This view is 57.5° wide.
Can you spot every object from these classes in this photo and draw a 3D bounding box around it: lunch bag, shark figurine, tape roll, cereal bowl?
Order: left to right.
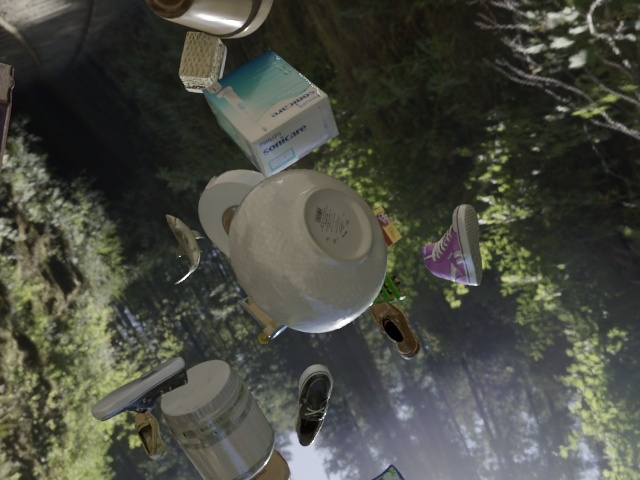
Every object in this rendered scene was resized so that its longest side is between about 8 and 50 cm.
[{"bbox_3d":[-0.512,0.049,2.204,0.116,0.166,0.278,-35,-122,19],"label":"shark figurine"},{"bbox_3d":[-0.213,-0.055,1.900,0.391,0.392,0.072,-8,-143,34],"label":"tape roll"},{"bbox_3d":[0.000,0.000,1.139,0.339,0.339,0.141,-42,-177,-41],"label":"cereal bowl"},{"bbox_3d":[0.210,0.687,1.520,0.096,0.129,0.151,-36,-131,-11],"label":"lunch bag"}]

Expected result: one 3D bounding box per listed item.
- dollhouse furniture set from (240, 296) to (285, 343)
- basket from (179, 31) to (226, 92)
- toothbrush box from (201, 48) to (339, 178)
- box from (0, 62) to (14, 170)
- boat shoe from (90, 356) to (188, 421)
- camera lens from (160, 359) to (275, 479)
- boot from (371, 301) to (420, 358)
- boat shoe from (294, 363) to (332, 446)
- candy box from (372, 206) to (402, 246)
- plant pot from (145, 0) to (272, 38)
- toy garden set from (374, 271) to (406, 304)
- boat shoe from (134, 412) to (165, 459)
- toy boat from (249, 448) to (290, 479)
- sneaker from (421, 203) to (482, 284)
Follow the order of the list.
[{"bbox_3d":[-0.249,0.275,2.396,0.303,0.286,0.198,-37,165,-51],"label":"dollhouse furniture set"},{"bbox_3d":[-0.377,-0.570,1.864,0.113,0.167,0.103,7,171,6],"label":"basket"},{"bbox_3d":[-0.128,-0.320,1.445,0.216,0.126,0.295,-34,-131,-10],"label":"toothbrush box"},{"bbox_3d":[-0.619,-0.104,0.983,0.143,0.382,0.191,10,-154,-31],"label":"box"},{"bbox_3d":[-0.382,0.337,1.265,0.080,0.076,0.228,-12,-169,39],"label":"boat shoe"},{"bbox_3d":[-0.261,0.480,1.519,0.219,0.274,0.219,-21,-156,10],"label":"camera lens"},{"bbox_3d":[0.260,0.300,2.155,0.112,0.115,0.305,-41,-145,4],"label":"boot"},{"bbox_3d":[-0.020,0.592,2.067,0.121,0.335,0.119,2,-149,-12],"label":"boat shoe"},{"bbox_3d":[0.176,-0.039,1.716,0.053,0.109,0.186,-34,-179,-1],"label":"candy box"},{"bbox_3d":[-0.331,-0.713,1.604,0.323,0.323,0.280,-9,-163,31],"label":"plant pot"},{"bbox_3d":[0.188,0.122,2.058,0.244,0.204,0.049,-4,145,-49],"label":"toy garden set"},{"bbox_3d":[-0.465,0.516,1.563,0.056,0.048,0.153,-33,-127,-1],"label":"boat shoe"},{"bbox_3d":[-0.212,0.782,1.871,0.231,0.151,0.151,-31,-117,-27],"label":"toy boat"},{"bbox_3d":[0.338,0.015,1.549,0.161,0.282,0.102,10,-132,27],"label":"sneaker"}]
